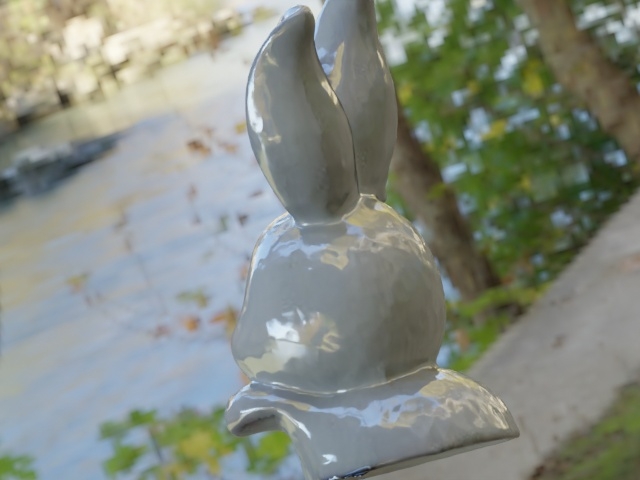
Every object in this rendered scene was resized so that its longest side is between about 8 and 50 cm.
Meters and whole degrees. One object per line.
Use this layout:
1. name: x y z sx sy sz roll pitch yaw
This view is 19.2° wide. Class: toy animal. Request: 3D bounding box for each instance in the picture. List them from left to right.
1. toy animal: -0.001 0.003 0.859 0.131 0.220 0.104 -20 -5 41
